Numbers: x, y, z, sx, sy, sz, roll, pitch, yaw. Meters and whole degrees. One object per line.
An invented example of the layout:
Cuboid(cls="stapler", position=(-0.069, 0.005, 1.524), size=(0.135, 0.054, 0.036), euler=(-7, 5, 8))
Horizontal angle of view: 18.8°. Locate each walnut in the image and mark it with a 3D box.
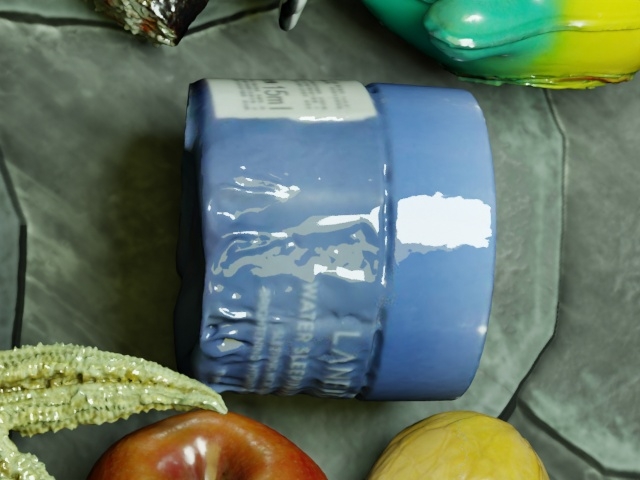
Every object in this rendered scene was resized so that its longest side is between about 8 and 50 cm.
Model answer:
Cuboid(cls="walnut", position=(0.099, 0.235, 1.545), size=(0.159, 0.159, 0.207), euler=(37, 74, -7))

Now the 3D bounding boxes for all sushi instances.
Cuboid(cls="sushi", position=(-0.161, -0.221, 1.559), size=(0.150, 0.090, 0.078), euler=(37, 76, -5))

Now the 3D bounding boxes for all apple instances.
Cuboid(cls="apple", position=(-0.086, 0.245, 1.469), size=(0.218, 0.201, 0.218), euler=(1, 41, -1))

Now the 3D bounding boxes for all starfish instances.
Cuboid(cls="starfish", position=(-0.265, 0.129, 1.373), size=(0.347, 0.078, 0.358), euler=(-29, 81, -25))

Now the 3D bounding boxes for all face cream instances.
Cuboid(cls="face cream", position=(0.000, 0.000, 1.495), size=(0.225, 0.249, 0.249), euler=(2, 85, -8))

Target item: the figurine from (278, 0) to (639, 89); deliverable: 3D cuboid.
Cuboid(cls="figurine", position=(0.144, -0.241, 1.548), size=(0.340, 0.324, 0.231), euler=(6, 129, -7))
